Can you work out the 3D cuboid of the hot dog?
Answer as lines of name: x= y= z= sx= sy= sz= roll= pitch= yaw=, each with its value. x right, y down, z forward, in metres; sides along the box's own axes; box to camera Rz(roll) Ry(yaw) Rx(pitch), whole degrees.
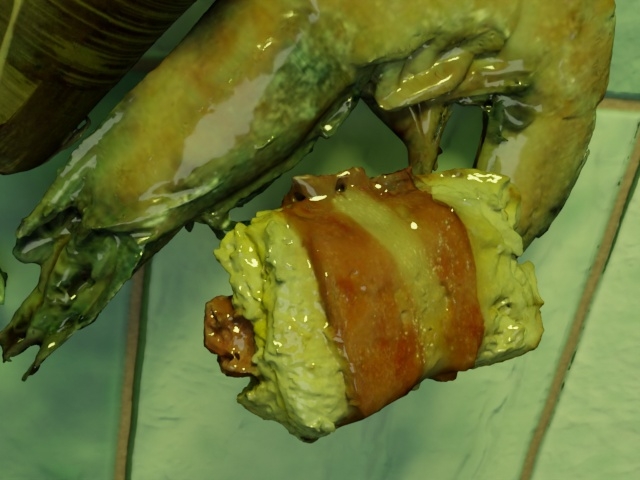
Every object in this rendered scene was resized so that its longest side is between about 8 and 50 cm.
hot dog: x=0.031 y=0.028 z=0.610 sx=0.213 sy=0.103 sz=0.146 roll=-11 pitch=100 yaw=-31

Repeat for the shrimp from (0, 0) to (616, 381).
shrimp: x=-0.002 y=-0.042 z=0.658 sx=0.445 sy=0.085 sz=0.272 roll=-36 pitch=119 yaw=-3

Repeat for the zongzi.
zongzi: x=-0.186 y=-0.174 z=0.560 sx=0.241 sy=0.111 sz=0.247 roll=42 pitch=112 yaw=-12

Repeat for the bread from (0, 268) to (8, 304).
bread: x=-0.325 y=0.053 z=0.681 sx=0.232 sy=0.064 sz=0.173 roll=4 pitch=118 yaw=-14
